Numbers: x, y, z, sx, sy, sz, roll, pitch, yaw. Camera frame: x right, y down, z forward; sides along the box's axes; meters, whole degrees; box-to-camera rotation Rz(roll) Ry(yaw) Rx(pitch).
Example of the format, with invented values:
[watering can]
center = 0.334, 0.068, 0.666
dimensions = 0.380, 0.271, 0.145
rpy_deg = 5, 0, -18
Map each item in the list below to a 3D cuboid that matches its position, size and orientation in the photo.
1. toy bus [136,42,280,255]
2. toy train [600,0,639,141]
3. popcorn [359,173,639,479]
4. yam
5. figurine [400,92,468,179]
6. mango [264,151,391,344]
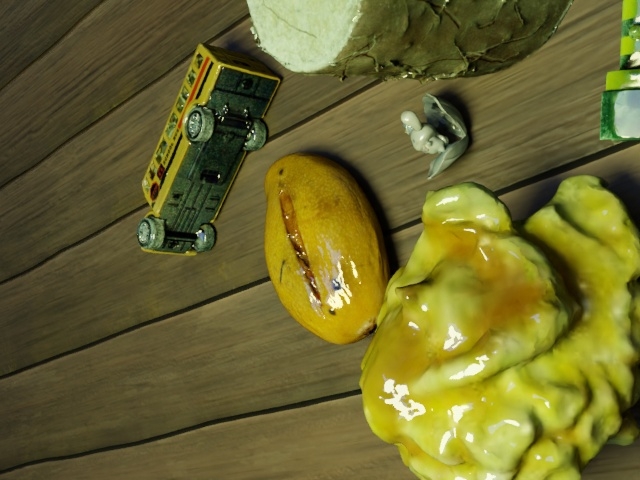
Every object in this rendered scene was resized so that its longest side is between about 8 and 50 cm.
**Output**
[toy bus]
center = -0.188, -0.131, 1.296
dimensions = 0.123, 0.121, 0.335
rpy_deg = 51, 123, 38
[toy train]
center = 0.331, -0.190, 0.817
dimensions = 0.083, 0.132, 0.200
rpy_deg = 2, 95, 41
[popcorn]
center = 0.192, 0.113, 0.876
dimensions = 0.279, 0.275, 0.335
rpy_deg = 114, 176, -61
[yam]
center = 0.099, -0.295, 0.908
dimensions = 0.241, 0.348, 0.240
rpy_deg = 18, 114, 48
[figurine]
center = 0.137, -0.132, 1.033
dimensions = 0.082, 0.094, 0.086
rpy_deg = -43, 92, -6
[mango]
center = -0.004, 0.001, 1.134
dimensions = 0.177, 0.120, 0.294
rpy_deg = -38, 68, 35
